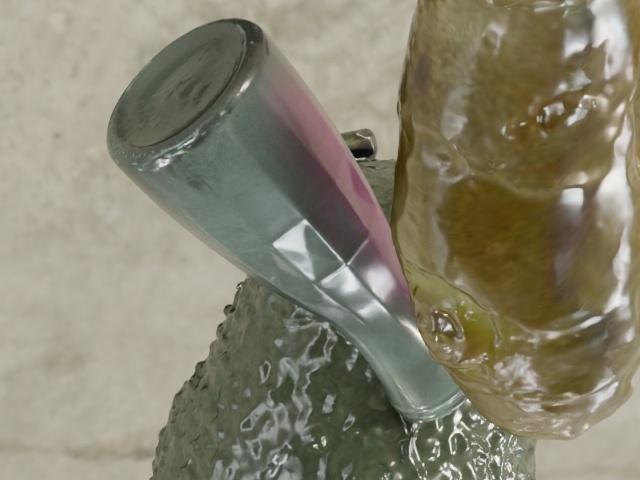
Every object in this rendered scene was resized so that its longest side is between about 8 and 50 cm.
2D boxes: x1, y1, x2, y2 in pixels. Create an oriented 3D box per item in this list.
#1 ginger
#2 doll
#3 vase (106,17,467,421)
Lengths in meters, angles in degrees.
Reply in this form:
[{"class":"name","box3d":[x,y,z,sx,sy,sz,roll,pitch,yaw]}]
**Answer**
[{"class":"ginger","box3d":[0.085,-0.020,0.764,0.116,0.109,0.263,-4,133,4]},{"class":"doll","box3d":[0.018,0.115,1.139,0.247,0.247,0.350,1,116,-22]},{"class":"vase","box3d":[0.000,0.000,0.877,0.086,0.086,0.214,-33,123,14]}]
